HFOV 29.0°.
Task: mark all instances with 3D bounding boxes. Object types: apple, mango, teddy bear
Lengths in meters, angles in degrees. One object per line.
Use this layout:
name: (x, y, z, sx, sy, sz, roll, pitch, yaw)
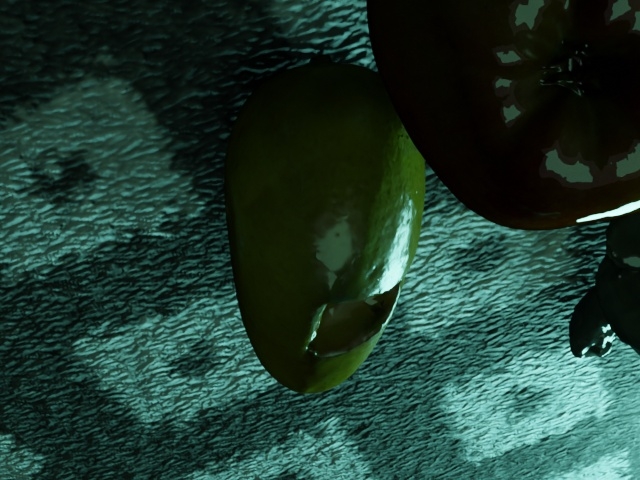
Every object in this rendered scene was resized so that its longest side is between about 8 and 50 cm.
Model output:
apple: (0.129, -0.119, 0.671, 0.234, 0.234, 0.234, -9, 141, -8)
mango: (0.000, 0.000, 0.828, 0.130, 0.167, 0.262, 4, 143, -1)
teddy bear: (0.304, 0.077, 1.030, 0.251, 0.144, 0.171, 11, 149, -25)
